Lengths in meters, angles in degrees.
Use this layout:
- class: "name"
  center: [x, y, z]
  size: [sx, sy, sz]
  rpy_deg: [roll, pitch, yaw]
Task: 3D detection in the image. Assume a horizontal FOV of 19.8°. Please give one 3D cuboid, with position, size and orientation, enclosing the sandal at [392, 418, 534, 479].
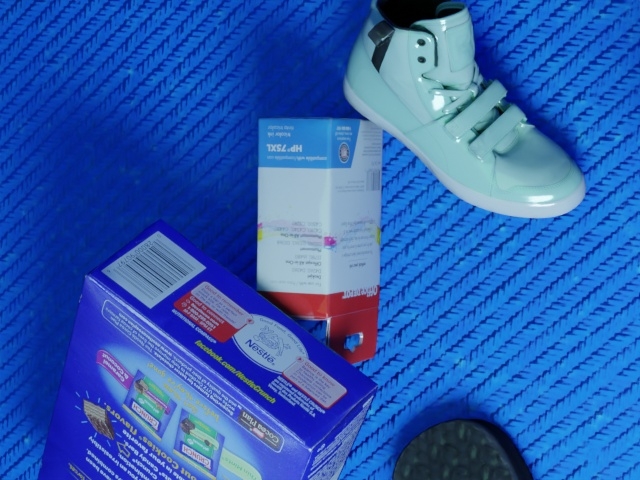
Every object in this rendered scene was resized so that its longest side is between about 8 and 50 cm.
- class: "sandal"
  center: [0.208, 0.371, 1.681]
  size: [0.167, 0.107, 0.445]
  rpy_deg: [-28, 69, 24]

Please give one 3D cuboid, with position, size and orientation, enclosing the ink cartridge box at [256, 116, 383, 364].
- class: "ink cartridge box"
  center: [0.000, 0.000, 1.722]
  size: [0.078, 0.134, 0.231]
  rpy_deg: [3, 93, 23]

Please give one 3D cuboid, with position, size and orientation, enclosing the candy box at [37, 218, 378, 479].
- class: "candy box"
  center: [-0.117, 0.185, 1.722]
  size: [0.268, 0.122, 0.317]
  rpy_deg: [37, 135, 16]

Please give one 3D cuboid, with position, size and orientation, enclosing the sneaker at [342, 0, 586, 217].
- class: "sneaker"
  center: [0.133, -0.127, 1.638]
  size: [0.256, 0.094, 0.151]
  rpy_deg: [33, 147, 15]
